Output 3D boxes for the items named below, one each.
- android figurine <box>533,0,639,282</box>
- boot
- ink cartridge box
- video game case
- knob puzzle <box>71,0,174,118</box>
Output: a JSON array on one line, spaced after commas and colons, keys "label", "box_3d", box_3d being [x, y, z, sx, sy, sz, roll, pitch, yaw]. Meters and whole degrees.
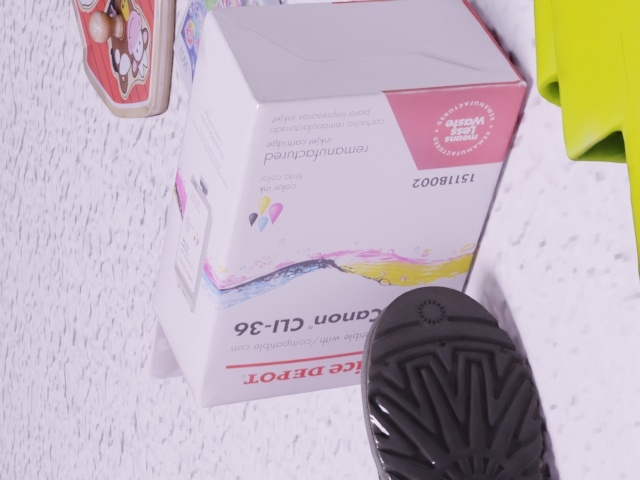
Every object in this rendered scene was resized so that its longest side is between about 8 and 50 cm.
[{"label": "android figurine", "box_3d": [0.120, -0.127, 0.547, 0.248, 0.056, 0.272, 138, 132, -62]}, {"label": "boot", "box_3d": [0.033, 0.137, 0.835, 0.208, 0.076, 0.189, 127, 136, -67]}, {"label": "ink cartridge box", "box_3d": [0.000, 0.000, 0.809, 0.067, 0.115, 0.198, -118, 31, -42]}, {"label": "video game case", "box_3d": [-0.051, -0.110, 1.037, 0.122, 0.011, 0.087, 115, 143, -50]}, {"label": "knob puzzle", "box_3d": [-0.130, -0.159, 1.189, 0.213, 0.030, 0.213, 175, 90, -67]}]
